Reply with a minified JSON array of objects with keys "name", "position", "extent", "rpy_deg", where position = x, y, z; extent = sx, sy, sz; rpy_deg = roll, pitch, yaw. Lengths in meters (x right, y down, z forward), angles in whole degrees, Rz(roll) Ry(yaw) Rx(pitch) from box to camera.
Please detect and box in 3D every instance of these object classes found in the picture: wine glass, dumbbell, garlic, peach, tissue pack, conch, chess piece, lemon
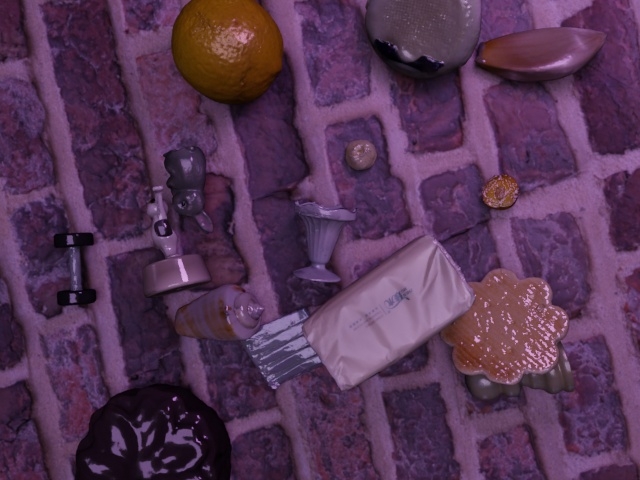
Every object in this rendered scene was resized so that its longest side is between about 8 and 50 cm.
[{"name":"wine glass","position":[0.000,0.000,1.559],"extent":[0.165,0.165,0.196],"rpy_deg":[10,95,3]},{"name":"dumbbell","position":[-0.654,0.075,1.622],"extent":[0.100,0.100,0.190],"rpy_deg":[-2,91,3]},{"name":"garlic","position":[0.554,-0.468,1.544],"extent":[0.319,0.112,0.143],"rpy_deg":[1,68,9]},{"name":"peach","position":[0.468,-0.122,1.577],"extent":[0.098,0.061,0.098],"rpy_deg":[-6,73,18]},{"name":"tissue pack","position":[0.166,0.164,1.463],"extent":[0.380,0.297,0.207],"rpy_deg":[-36,84,8]},{"name":"conch","position":[-0.268,0.195,1.577],"extent":[0.255,0.127,0.158],"rpy_deg":[-15,79,5]},{"name":"chess piece","position":[0.496,0.340,1.549],"extent":[0.252,0.144,0.144],"rpy_deg":[-15,90,10]},{"name":"lemon","position":[-0.230,-0.475,1.510],"extent":[0.293,0.293,0.292],"rpy_deg":[0,91,3]}]

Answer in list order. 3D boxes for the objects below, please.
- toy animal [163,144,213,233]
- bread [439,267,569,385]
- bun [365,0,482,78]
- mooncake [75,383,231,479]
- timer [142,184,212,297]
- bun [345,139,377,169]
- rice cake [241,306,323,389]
[{"name":"toy animal","position":[-0.345,-0.132,1.592],"extent":[0.108,0.138,0.236],"rpy_deg":[-7,86,-30]},{"name":"bread","position":[0.457,0.215,1.524],"extent":[0.316,0.054,0.315],"rpy_deg":[-9,60,16]},{"name":"bun","position":[0.266,-0.560,1.525],"extent":[0.294,0.187,0.293],"rpy_deg":[7,116,15]},{"name":"mooncake","position":[-0.434,0.552,1.569],"extent":[0.382,0.212,0.350],"rpy_deg":[-14,83,1]},{"name":"timer","position":[-0.400,0.001,1.580],"extent":[0.175,0.175,0.265],"rpy_deg":[-16,84,3]},{"name":"bun","position":[0.107,-0.226,1.598],"extent":[0.086,0.055,0.086],"rpy_deg":[0,90,3]},{"name":"rice cake","position":[-0.090,0.285,1.622],"extent":[0.198,0.037,0.189],"rpy_deg":[-31,89,3]}]
